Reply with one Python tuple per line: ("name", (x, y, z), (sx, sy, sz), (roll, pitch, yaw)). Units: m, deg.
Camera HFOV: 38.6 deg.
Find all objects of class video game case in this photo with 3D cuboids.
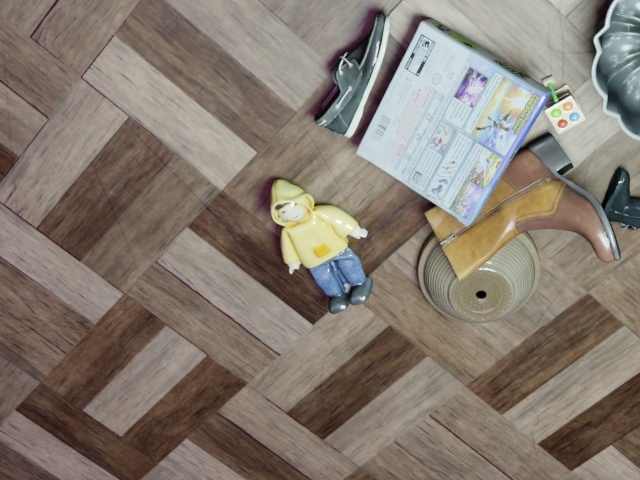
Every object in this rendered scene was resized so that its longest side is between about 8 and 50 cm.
("video game case", (0.224, -0.202, 1.573), (0.244, 0.061, 0.270), (35, 121, 14))

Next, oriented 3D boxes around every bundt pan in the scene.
("bundt pan", (0.597, -0.320, 1.477), (0.330, 0.124, 0.331), (3, 120, 5))

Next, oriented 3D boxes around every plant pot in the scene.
("plant pot", (0.303, 0.074, 1.743), (0.237, 0.110, 0.237), (3, 119, 5))

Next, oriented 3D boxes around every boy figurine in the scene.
("boy figurine", (0.000, 0.000, 1.746), (0.177, 0.092, 0.285), (-21, 118, 20))

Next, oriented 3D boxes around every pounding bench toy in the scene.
("pounding bench toy", (0.411, -0.238, 1.577), (0.052, 0.065, 0.083), (-30, 112, 21))

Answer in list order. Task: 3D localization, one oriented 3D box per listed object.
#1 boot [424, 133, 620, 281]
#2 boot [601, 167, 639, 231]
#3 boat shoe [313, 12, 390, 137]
("boot", (0.355, -0.014, 1.617), (0.280, 0.096, 0.264), (-35, 76, 14))
("boot", (0.572, -0.071, 1.667), (0.099, 0.045, 0.121), (12, 127, 2))
("boat shoe", (0.058, -0.288, 1.578), (0.079, 0.084, 0.233), (21, 123, -6))
